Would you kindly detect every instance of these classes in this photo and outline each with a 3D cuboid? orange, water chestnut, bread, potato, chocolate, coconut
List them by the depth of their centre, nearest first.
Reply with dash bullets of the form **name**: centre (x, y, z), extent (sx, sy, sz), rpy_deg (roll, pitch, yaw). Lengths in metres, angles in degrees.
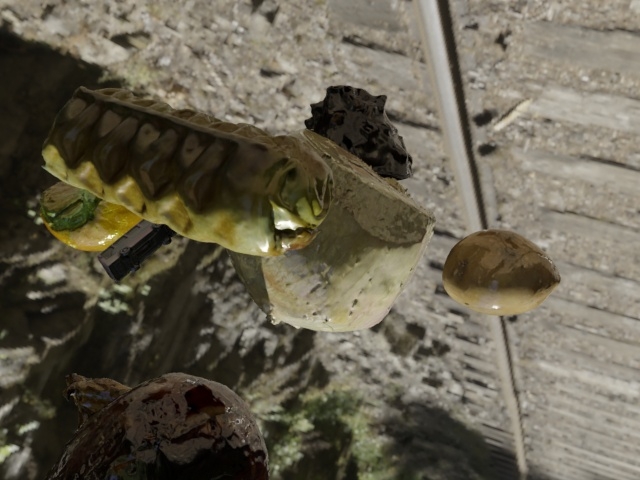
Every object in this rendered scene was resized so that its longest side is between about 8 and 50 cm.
- **bread**: centre (-0.104, -0.056, 0.671), extent (0.269, 0.087, 0.098), rpy_deg (20, -159, 36)
- **potato**: centre (0.228, 0.046, 1.107), extent (0.147, 0.112, 0.112), rpy_deg (2, 156, 29)
- **water chestnut**: centre (-0.256, 0.320, 1.254), extent (0.347, 0.335, 0.335), rpy_deg (47, 175, 26)
- **coconut**: centre (0.000, 0.000, 1.258), extent (0.297, 0.254, 0.297), rpy_deg (30, -168, -7)
- **chocolate**: centre (0.044, -0.183, 1.514), extent (0.224, 0.177, 0.206), rpy_deg (-10, -172, -17)
- **orange**: centre (-0.407, -0.064, 1.639), extent (0.237, 0.179, 0.158), rpy_deg (-25, 109, 14)

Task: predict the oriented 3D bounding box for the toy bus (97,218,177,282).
- **toy bus**: centre (-0.254, 0.001, 1.219), extent (0.052, 0.131, 0.037), rpy_deg (24, 147, 41)
